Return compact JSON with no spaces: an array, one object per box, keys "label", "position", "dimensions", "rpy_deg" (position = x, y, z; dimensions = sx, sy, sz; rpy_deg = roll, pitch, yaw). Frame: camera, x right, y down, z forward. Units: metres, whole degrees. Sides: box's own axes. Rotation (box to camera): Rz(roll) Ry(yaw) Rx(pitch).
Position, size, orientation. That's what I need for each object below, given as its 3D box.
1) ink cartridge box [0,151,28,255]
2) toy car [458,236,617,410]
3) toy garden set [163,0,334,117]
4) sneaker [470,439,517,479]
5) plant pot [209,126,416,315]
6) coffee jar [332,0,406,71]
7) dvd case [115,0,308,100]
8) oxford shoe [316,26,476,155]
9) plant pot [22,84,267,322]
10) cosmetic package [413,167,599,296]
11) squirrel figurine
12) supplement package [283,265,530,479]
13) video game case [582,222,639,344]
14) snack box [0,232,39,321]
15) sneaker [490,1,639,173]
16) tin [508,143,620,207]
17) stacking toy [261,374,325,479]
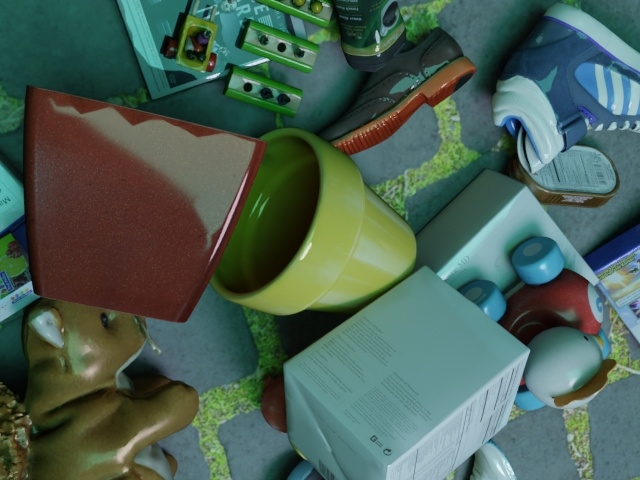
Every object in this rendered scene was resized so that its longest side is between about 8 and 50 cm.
[{"label":"ink cartridge box","position":[-0.548,-0.011,1.123],"dimensions":[0.324,0.071,0.330],"rpy_deg":[-39,112,-3]},{"label":"toy car","position":[0.346,0.153,1.211],"dimensions":[0.210,0.238,0.219],"rpy_deg":[-36,116,-4]},{"label":"toy garden set","position":[-0.083,-0.309,1.152],"dimensions":[0.204,0.049,0.244],"rpy_deg":[16,100,-24]},{"label":"sneaker","position":[0.298,0.455,1.522],"dimensions":[0.092,0.087,0.229],"rpy_deg":[-15,108,-10]},{"label":"plant pot","position":[0.000,0.000,1.214],"dimensions":[0.239,0.254,0.254],"rpy_deg":[26,98,-38]},{"label":"coffee jar","position":[0.061,-0.327,1.167],"dimensions":[0.096,0.079,0.184],"rpy_deg":[-51,141,-32]},{"label":"dvd case","position":[-0.150,-0.315,1.174],"dimensions":[0.238,0.029,0.179],"rpy_deg":[-21,112,-10]},{"label":"oxford shoe","position":[0.091,-0.212,1.265],"dimensions":[0.271,0.097,0.098],"rpy_deg":[-32,81,0]},{"label":"plant pot","position":[-0.231,-0.039,1.065],"dimensions":[0.267,0.267,0.236],"rpy_deg":[12,94,-10]},{"label":"cosmetic package","position":[0.276,0.048,1.362],"dimensions":[0.224,0.138,0.225],"rpy_deg":[-44,112,-1]},{"label":"squirrel figurine","position":[-0.364,0.252,1.158],"dimensions":[0.397,0.281,0.370],"rpy_deg":[-16,104,-15]},{"label":"supplement package","position":[0.113,0.215,1.176],"dimensions":[0.262,0.199,0.198],"rpy_deg":[-32,145,-26]},{"label":"video game case","position":[0.630,0.055,1.472],"dimensions":[0.269,0.061,0.244],"rpy_deg":[-34,116,16]},{"label":"snack box","position":[-0.440,0.066,1.109],"dimensions":[0.141,0.100,0.037],"rpy_deg":[-33,142,-10]},{"label":"sneaker","position":[0.410,-0.189,1.332],"dimensions":[0.323,0.130,0.236],"rpy_deg":[30,95,-22]},{"label":"tin","position":[0.394,-0.108,1.372],"dimensions":[0.189,0.106,0.040],"rpy_deg":[2,147,-19]},{"label":"stacking toy","position":[0.033,0.325,1.416],"dimensions":[0.279,0.130,0.309],"rpy_deg":[-24,118,-37]}]
